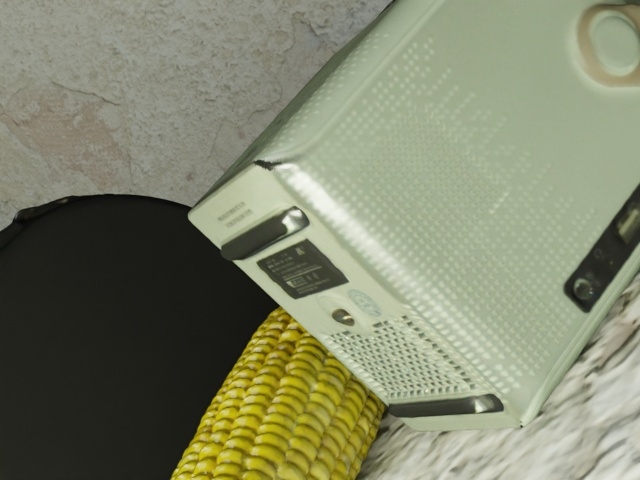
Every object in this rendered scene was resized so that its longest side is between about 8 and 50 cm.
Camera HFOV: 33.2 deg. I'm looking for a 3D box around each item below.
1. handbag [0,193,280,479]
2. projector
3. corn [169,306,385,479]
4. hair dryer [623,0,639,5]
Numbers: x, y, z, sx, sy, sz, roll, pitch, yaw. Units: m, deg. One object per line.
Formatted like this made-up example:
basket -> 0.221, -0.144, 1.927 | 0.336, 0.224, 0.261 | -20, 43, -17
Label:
handbag -> -0.129, 0.092, 0.693 | 0.093, 0.254, 0.308 | -56, -1, 40
projector -> 0.078, -0.043, 0.558 | 0.242, 0.177, 0.163 | -48, 10, -21
corn -> -0.021, 0.113, 0.592 | 0.093, 0.093, 0.244 | -41, 10, 34
hair dryer -> 0.253, -0.226, 0.873 | 0.219, 0.088, 0.225 | -31, 16, -2
